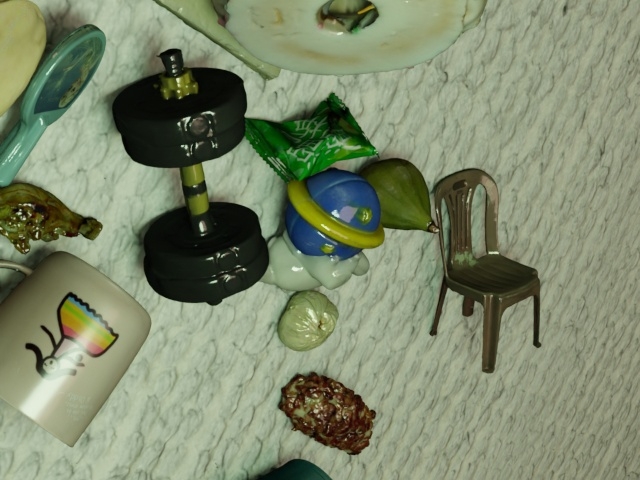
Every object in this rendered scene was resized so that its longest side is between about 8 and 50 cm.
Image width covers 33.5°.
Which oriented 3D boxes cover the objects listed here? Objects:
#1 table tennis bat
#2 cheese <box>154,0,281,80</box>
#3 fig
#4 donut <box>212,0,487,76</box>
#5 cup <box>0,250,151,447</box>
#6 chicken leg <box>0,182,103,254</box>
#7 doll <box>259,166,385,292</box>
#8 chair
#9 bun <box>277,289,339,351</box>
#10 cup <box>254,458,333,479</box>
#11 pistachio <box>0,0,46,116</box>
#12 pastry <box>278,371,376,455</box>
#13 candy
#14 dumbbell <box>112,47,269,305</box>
[{"bbox_3d":[-0.345,-0.169,1.334,0.237,0.038,0.149,-54,179,6],"label":"table tennis bat"},{"bbox_3d":[-0.176,-0.339,1.462,0.400,0.034,0.085,30,86,-46],"label":"cheese"},{"bbox_3d":[0.142,-0.076,1.779,0.133,0.184,0.127,22,79,-44],"label":"fig"},{"bbox_3d":[0.036,-0.353,1.407,0.382,0.382,0.143,19,62,-46],"label":"donut"},{"bbox_3d":[-0.367,0.116,1.398,0.253,0.191,0.200,39,74,-13],"label":"cup"},{"bbox_3d":[-0.361,-0.022,1.410,0.178,0.070,0.093,15,72,-58],"label":"chicken leg"},{"bbox_3d":[0.026,0.008,1.710,0.311,0.159,0.243,12,111,-54],"label":"doll"},{"bbox_3d":[0.312,0.049,1.995,0.175,0.183,0.327,-22,123,-37],"label":"chair"},{"bbox_3d":[-0.015,0.141,1.803,0.115,0.069,0.115,-23,128,-33],"label":"bun"},{"bbox_3d":[-0.126,0.541,1.797,0.292,0.308,0.242,-20,89,-36],"label":"cup"},{"bbox_3d":[-0.401,-0.207,1.240,0.200,0.117,0.145,-50,170,-12],"label":"pistachio"},{"bbox_3d":[0.016,0.310,1.897,0.208,0.097,0.115,45,66,-43],"label":"pastry"},{"bbox_3d":[-0.016,-0.149,1.630,0.203,0.141,0.078,-19,132,-37],"label":"candy"},{"bbox_3d":[-0.174,-0.076,1.474,0.185,0.185,0.388,-28,125,-32],"label":"dumbbell"}]
